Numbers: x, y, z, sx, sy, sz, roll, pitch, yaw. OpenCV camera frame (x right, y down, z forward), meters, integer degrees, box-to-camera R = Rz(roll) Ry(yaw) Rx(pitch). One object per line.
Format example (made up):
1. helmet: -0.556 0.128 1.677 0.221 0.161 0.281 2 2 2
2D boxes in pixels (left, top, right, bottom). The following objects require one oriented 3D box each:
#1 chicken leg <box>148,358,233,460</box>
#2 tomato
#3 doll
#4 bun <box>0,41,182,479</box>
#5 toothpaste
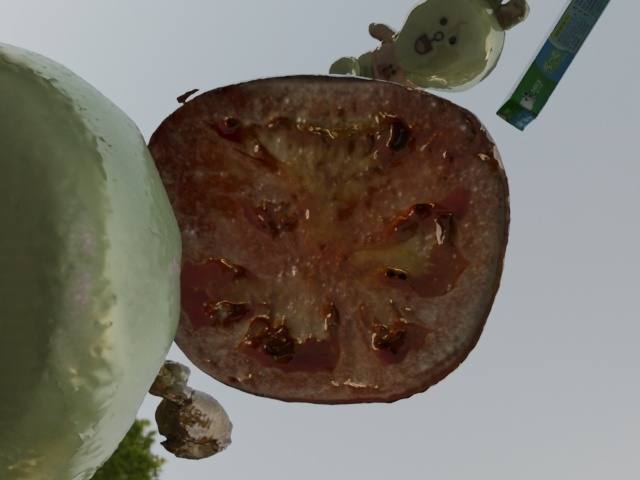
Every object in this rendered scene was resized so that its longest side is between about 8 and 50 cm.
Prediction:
1. chicken leg: -0.185 0.229 0.975 0.107 0.251 0.087 -1 -124 2
2. tomato: 0.002 -0.009 0.657 0.338 0.143 0.338 3 -68 7
3. doll: 0.140 -0.252 0.946 0.275 0.113 0.154 -29 -96 19
4. bun: -0.196 0.022 0.430 0.283 0.179 0.283 0 -89 19
5. toothpaste: 0.343 -0.280 1.005 0.050 0.065 0.266 34 -101 -1
